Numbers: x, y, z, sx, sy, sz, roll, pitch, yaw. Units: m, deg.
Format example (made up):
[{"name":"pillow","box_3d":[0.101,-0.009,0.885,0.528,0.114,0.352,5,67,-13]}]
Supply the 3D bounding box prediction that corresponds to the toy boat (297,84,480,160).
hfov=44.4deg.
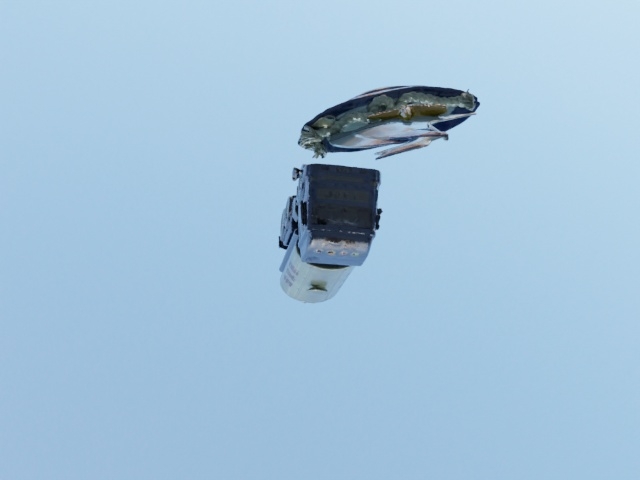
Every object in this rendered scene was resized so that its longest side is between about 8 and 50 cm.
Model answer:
[{"name":"toy boat","box_3d":[0.083,-0.115,0.854,0.221,0.067,0.291,-11,-160,2]}]

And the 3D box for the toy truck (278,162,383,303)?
[{"name":"toy truck","box_3d":[0.000,0.000,0.709,0.074,0.201,0.088,6,-109,-8]}]
